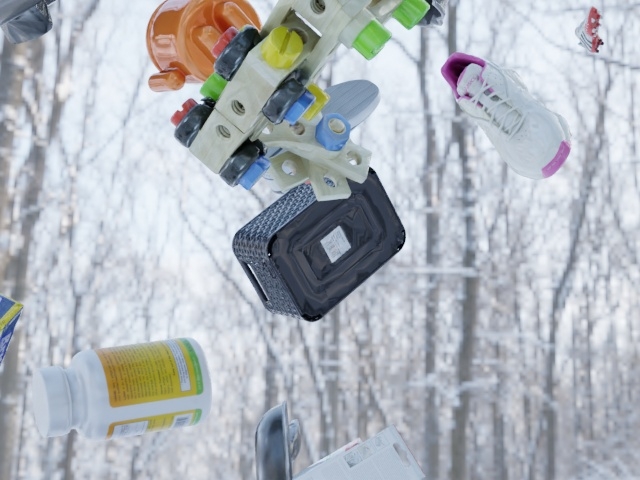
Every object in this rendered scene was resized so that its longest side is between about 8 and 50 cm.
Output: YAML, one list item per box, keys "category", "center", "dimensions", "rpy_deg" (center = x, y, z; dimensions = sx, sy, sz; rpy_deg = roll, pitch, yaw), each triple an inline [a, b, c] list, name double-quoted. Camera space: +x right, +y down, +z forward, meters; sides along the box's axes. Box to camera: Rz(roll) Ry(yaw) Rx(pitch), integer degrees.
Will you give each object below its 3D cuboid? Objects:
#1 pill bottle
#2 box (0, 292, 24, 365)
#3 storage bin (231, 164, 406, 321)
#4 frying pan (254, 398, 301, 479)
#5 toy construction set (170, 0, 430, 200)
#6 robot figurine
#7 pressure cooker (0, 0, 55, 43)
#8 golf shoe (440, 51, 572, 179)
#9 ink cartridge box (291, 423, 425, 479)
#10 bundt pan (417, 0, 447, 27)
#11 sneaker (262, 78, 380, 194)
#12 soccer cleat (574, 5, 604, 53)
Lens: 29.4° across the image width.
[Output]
- category: "pill bottle"
  center: [-0.298, 0.225, 1.823]
  dimensions: [0.245, 0.136, 0.136]
  rpy_deg: [-6, -12, -26]
- category: "box"
  center: [-0.381, 0.133, 1.328]
  dimensions: [0.054, 0.059, 0.169]
  rpy_deg: [27, -61, 0]
- category: "storage bin"
  center: [0.000, 0.000, 1.463]
  dimensions: [0.084, 0.180, 0.122]
  rpy_deg: [7, -50, 55]
- category: "frying pan"
  center: [-0.047, 0.242, 1.397]
  dimensions: [0.053, 0.326, 0.197]
  rpy_deg: [-4, -60, -2]
- category: "toy construction set"
  center: [-0.011, -0.155, 1.068]
  dimensions: [0.151, 0.215, 0.328]
  rpy_deg: [32, -40, 11]
- category: "robot figurine"
  center: [-0.155, -0.270, 1.627]
  dimensions: [0.128, 0.158, 0.219]
  rpy_deg: [3, 6, -29]
- category: "pressure cooker"
  center: [-0.539, -0.455, 1.712]
  dimensions: [0.375, 0.420, 0.370]
  rpy_deg: [29, -51, 9]
- category: "golf shoe"
  center: [0.277, -0.196, 1.884]
  dimensions: [0.140, 0.306, 0.115]
  rpy_deg: [27, -72, -31]
- category: "ink cartridge box"
  center: [0.036, 0.227, 1.171]
  dimensions: [0.115, 0.063, 0.029]
  rpy_deg: [-31, 1, 3]
- category: "bundt pan"
  center: [0.103, -0.521, 2.205]
  dimensions: [0.330, 0.124, 0.331]
  rpy_deg: [27, -4, 2]
- category: "sneaker"
  center: [-0.003, -0.179, 2.089]
  dimensions: [0.258, 0.094, 0.091]
  rpy_deg: [-37, -32, -14]
- category: "soccer cleat"
  center: [0.336, -0.267, 1.540]
  dimensions: [0.035, 0.029, 0.083]
  rpy_deg: [26, -16, 27]
